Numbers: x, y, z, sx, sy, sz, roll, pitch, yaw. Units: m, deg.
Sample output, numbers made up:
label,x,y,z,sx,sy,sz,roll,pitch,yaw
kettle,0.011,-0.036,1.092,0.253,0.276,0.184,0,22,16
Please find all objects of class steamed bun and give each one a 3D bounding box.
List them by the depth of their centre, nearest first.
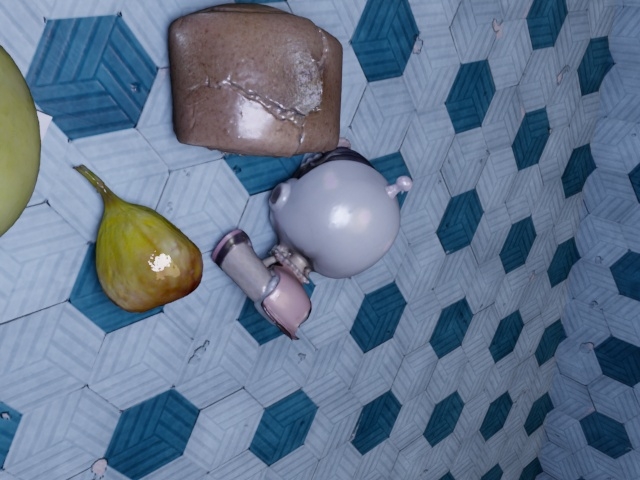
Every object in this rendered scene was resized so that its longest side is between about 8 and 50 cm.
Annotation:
label,x,y,z,sx,sy,sz,roll,pitch,yaw
steamed bun,-0.079,-0.241,0.998,0.301,0.199,0.251,-7,112,-41

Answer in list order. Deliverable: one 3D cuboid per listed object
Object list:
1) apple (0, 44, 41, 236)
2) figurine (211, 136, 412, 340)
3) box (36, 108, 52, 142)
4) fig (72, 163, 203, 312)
label,x,y,z,sx,sy,sz,roll,pitch,yaw
apple,-0.448,-0.109,0.650,0.292,0.254,0.291,-9,110,-26
figurine,0.004,0.005,1.178,0.361,0.211,0.253,-50,138,-11
box,-0.429,-0.113,0.834,0.084,0.040,0.154,21,92,-44
fig,-0.294,-0.008,0.960,0.159,0.159,0.257,-41,112,-24
